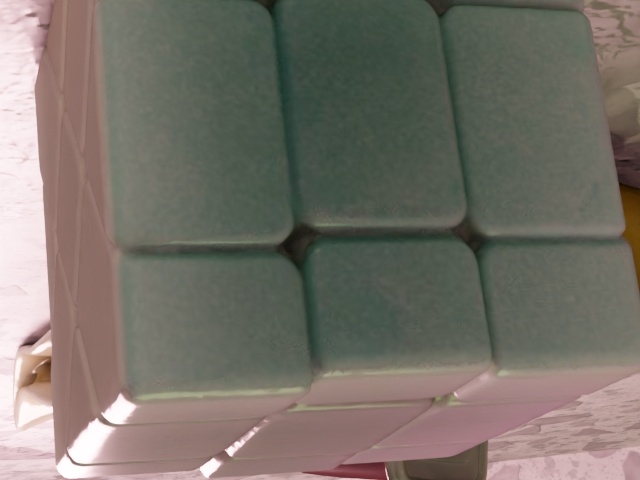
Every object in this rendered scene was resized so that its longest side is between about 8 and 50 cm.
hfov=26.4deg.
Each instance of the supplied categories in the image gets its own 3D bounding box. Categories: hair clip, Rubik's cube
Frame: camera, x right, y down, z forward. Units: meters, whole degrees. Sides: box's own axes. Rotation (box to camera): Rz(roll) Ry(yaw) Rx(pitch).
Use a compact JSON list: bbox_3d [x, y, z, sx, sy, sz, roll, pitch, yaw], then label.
[{"bbox_3d":[-0.323,0.180,1.800,0.173,0.113,0.282,-3,167,-11],"label":"hair clip"},{"bbox_3d":[-0.014,-0.024,0.910,0.316,0.321,0.319,-2,163,-18],"label":"Rubik's cube"}]

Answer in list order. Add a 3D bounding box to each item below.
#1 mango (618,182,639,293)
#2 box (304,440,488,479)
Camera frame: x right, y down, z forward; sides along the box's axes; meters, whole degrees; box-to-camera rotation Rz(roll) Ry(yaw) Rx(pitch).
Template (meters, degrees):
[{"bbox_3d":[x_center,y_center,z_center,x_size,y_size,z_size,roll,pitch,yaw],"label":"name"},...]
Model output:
[{"bbox_3d":[0.240,0.050,1.407,0.301,0.220,0.445,-19,162,27],"label":"mango"},{"bbox_3d":[0.079,0.149,1.563,0.167,0.294,0.193,-6,166,36],"label":"box"}]
